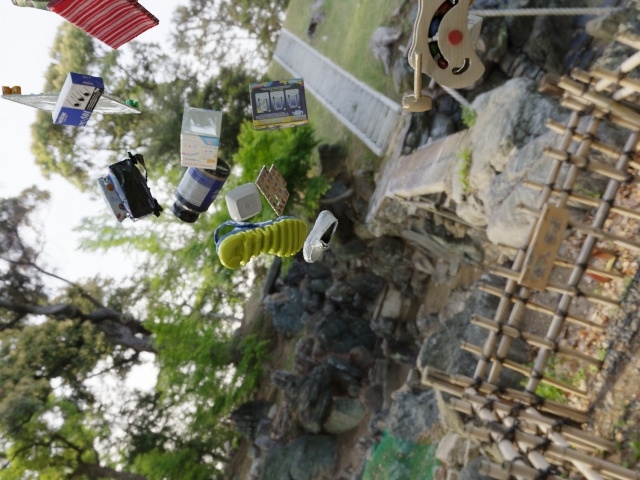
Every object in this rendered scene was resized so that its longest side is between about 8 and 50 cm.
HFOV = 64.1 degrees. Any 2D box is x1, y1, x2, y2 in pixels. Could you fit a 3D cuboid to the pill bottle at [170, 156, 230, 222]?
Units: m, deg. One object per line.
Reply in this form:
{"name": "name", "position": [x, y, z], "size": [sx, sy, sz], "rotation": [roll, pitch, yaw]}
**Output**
{"name": "pill bottle", "position": [-0.393, -0.167, 1.650], "size": [0.219, 0.123, 0.123], "rotation": [-53, 6, 23]}

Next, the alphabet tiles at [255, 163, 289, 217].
{"name": "alphabet tiles", "position": [-0.210, -0.244, 2.315], "size": [0.009, 0.198, 0.237], "rotation": [-21, 30, 24]}

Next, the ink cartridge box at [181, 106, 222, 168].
{"name": "ink cartridge box", "position": [-0.300, -0.248, 1.285], "size": [0.143, 0.092, 0.090], "rotation": [115, 157, -57]}

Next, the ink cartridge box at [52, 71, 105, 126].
{"name": "ink cartridge box", "position": [-0.761, -0.437, 1.604], "size": [0.207, 0.097, 0.046], "rotation": [-35, 67, 43]}

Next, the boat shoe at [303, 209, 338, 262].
{"name": "boat shoe", "position": [0.000, 0.000, 1.921], "size": [0.083, 0.076, 0.226], "rotation": [-8, -52, -39]}

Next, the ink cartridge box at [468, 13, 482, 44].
{"name": "ink cartridge box", "position": [0.502, -0.710, 1.761], "size": [0.122, 0.052, 0.088], "rotation": [-43, -29, -32]}

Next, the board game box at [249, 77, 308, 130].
{"name": "board game box", "position": [-0.128, -0.422, 1.590], "size": [0.048, 0.170, 0.141], "rotation": [88, 176, -85]}

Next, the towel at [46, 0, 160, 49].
{"name": "towel", "position": [-0.639, -0.674, 1.529], "size": [0.275, 0.199, 0.031], "rotation": [16, -125, -70]}

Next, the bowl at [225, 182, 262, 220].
{"name": "bowl", "position": [-0.302, -0.150, 2.074], "size": [0.142, 0.053, 0.142], "rotation": [-26, -52, -21]}

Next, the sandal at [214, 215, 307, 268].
{"name": "sandal", "position": [-0.174, -0.016, 1.464], "size": [0.317, 0.138, 0.126], "rotation": [-8, -62, -41]}

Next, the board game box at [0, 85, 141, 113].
{"name": "board game box", "position": [-0.996, -0.572, 2.084], "size": [0.390, 0.390, 0.050], "rotation": [-50, -41, -84]}

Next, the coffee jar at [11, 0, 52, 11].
{"name": "coffee jar", "position": [-1.013, -0.872, 1.825], "size": [0.096, 0.184, 0.079], "rotation": [137, 137, -72]}

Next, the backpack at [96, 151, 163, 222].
{"name": "backpack", "position": [-0.774, -0.185, 2.083], "size": [0.263, 0.213, 0.276], "rotation": [162, 87, -78]}

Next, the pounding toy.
{"name": "pounding toy", "position": [0.264, -0.389, 1.035], "size": [0.155, 0.154, 0.269], "rotation": [-78, -4, -67]}
